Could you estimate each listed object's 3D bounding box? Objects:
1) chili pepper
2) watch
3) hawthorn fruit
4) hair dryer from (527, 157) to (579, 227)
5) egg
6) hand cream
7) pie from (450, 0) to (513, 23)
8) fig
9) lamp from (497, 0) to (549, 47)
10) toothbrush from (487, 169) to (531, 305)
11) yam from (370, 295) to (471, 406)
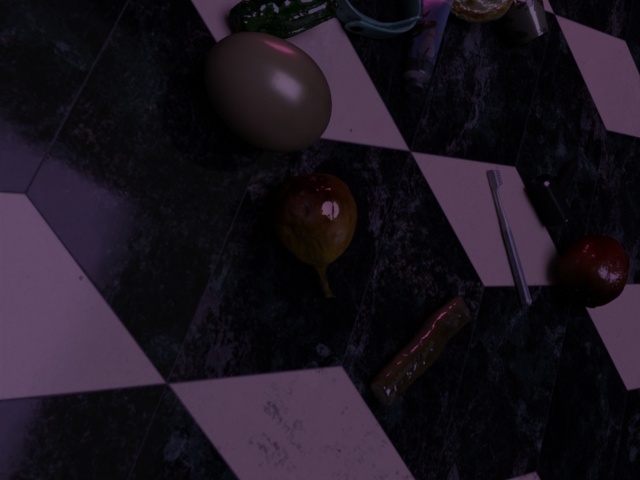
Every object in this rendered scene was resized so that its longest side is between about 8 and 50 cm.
[{"bbox_3d":[-0.062,-0.426,1.381,0.224,0.061,0.098,-24,129,-24],"label":"chili pepper"},{"bbox_3d":[0.118,-0.521,1.562,0.237,0.068,0.195,11,78,-37],"label":"watch"},{"bbox_3d":[0.703,0.053,1.893,0.181,0.181,0.235,40,60,-28],"label":"hawthorn fruit"},{"bbox_3d":[0.620,-0.158,1.934,0.128,0.070,0.255,54,48,-19],"label":"hair dryer"},{"bbox_3d":[-0.090,-0.256,1.282,0.242,0.186,0.186,39,62,-23],"label":"egg"},{"bbox_3d":[0.231,-0.450,1.650,0.091,0.058,0.271,14,71,2],"label":"hand cream"},{"bbox_3d":[0.369,-0.631,1.749,0.201,0.090,0.247,4,87,-18],"label":"pie"},{"bbox_3d":[0.000,0.000,1.371,0.159,0.159,0.257,-33,125,-37],"label":"fig"},{"bbox_3d":[0.481,-0.591,1.835,0.121,0.121,0.214,-28,92,-38],"label":"lamp"},{"bbox_3d":[0.457,-0.006,1.797,0.030,0.025,0.342,-18,95,-41],"label":"toothbrush"},{"bbox_3d":[0.212,0.223,1.542,0.317,0.067,0.071,-39,121,-34],"label":"yam"}]
